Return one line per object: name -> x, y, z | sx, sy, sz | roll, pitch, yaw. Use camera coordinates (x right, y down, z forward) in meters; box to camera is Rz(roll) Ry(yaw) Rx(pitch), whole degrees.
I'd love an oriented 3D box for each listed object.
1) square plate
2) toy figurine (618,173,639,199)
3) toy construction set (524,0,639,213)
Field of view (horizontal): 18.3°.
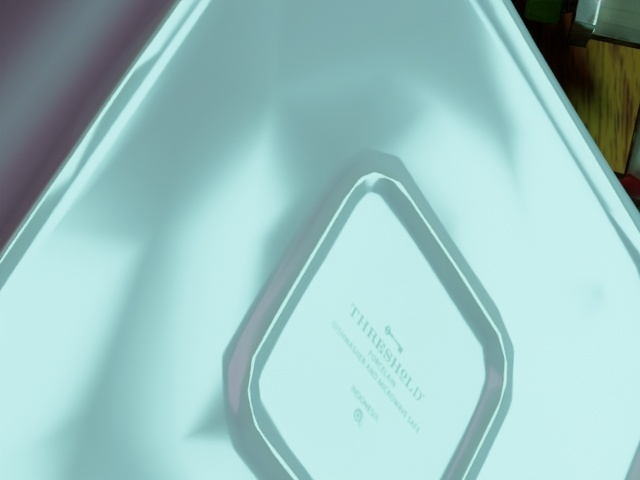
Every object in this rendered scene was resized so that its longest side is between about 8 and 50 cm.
square plate -> 0.003, 0.043, 0.593 | 0.347, 0.049, 0.344 | 54, 49, -32
toy figurine -> 0.010, 0.143, 0.827 | 0.362, 0.191, 0.217 | -57, 142, -28
toy construction set -> 0.225, -0.065, 1.246 | 0.237, 0.257, 0.309 | 19, 27, 1
